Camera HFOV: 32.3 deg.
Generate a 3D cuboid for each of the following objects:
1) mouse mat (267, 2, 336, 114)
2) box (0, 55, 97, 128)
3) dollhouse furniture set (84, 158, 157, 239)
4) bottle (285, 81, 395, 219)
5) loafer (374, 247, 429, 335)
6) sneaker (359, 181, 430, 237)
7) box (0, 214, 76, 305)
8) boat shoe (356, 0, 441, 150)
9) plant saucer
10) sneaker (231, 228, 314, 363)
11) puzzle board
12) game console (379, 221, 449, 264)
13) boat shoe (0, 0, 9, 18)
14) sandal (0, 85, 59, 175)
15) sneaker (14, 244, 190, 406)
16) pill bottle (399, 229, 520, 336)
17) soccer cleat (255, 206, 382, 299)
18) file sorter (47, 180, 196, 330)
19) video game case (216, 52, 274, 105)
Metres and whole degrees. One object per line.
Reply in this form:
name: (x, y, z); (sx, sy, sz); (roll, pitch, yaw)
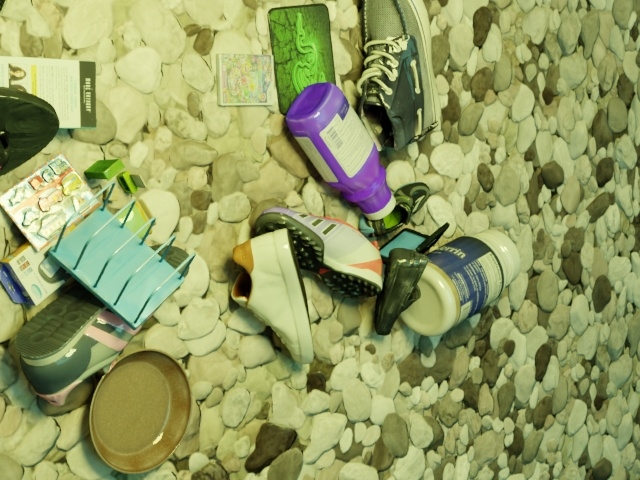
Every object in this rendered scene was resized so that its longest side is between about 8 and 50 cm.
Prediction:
mouse mat: (-0.029, -0.327, 1.988); (0.153, 0.007, 0.189); (-18, 107, -43)
box: (-0.432, -0.207, 1.552); (0.244, 0.060, 0.100); (-5, 97, -45)
dollhouse furniture set: (-0.298, -0.056, 1.702); (0.076, 0.059, 0.151); (-45, 123, -33)
bottle: (0.046, -0.154, 2.013); (0.283, 0.092, 0.118); (53, 55, -36)
loafer: (0.150, 0.104, 2.089); (0.076, 0.078, 0.223); (-87, -173, -45)
sneaker: (0.156, -0.055, 2.145); (0.188, 0.078, 0.067); (-34, 117, -38)
box: (-0.405, 0.033, 1.624); (0.136, 0.028, 0.081); (-47, 124, -35)
boat shoe: (0.127, -0.327, 2.056); (0.158, 0.127, 0.340); (-43, 123, -43)
plant saucer: (-0.290, 0.267, 1.753); (0.199, 0.036, 0.198); (-5, 97, -44)
sneaker: (-0.085, 0.105, 1.926); (0.106, 0.123, 0.290); (-100, 177, -54)
puzzle board: (-0.395, -0.058, 1.616); (0.128, 0.011, 0.096); (-44, 103, -33)
game console: (0.173, 0.000, 2.134); (0.071, 0.107, 0.122); (45, 53, 9)
boat shoe: (-0.452, -0.358, 1.512); (0.078, 0.070, 0.219); (18, 81, -45)
sandal: (-0.530, -0.090, 1.388); (0.446, 0.167, 0.107); (-14, 58, -37)
sneaker: (-0.321, 0.124, 1.680); (0.319, 0.112, 0.131); (-36, 135, -35)
pill bottle: (0.280, 0.078, 2.229); (0.265, 0.153, 0.153); (-26, 111, -42)
soccer cleat: (0.000, 0.000, 1.991); (0.318, 0.109, 0.116); (32, 52, -41)
file sorter: (-0.282, 0.018, 1.598); (0.170, 0.104, 0.118); (41, 53, 2)
video game case: (-0.127, -0.274, 1.889); (0.122, 0.011, 0.087); (-8, 98, -45)
